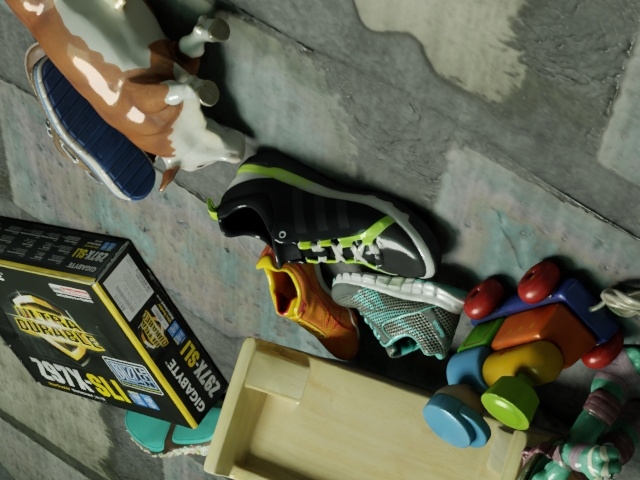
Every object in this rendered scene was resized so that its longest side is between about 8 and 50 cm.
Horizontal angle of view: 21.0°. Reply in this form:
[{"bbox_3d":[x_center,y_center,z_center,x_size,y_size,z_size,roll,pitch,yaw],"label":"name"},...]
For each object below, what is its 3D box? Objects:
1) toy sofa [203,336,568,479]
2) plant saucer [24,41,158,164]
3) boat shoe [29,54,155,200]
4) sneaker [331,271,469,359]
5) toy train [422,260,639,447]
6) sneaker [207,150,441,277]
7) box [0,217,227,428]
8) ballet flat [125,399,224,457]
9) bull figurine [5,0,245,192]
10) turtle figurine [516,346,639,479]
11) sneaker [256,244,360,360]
[{"bbox_3d":[0.081,0.219,1.700,0.362,0.150,0.177,16,178,36],"label":"toy sofa"},{"bbox_3d":[-0.221,-0.142,1.728,0.168,0.029,0.168,30,151,18],"label":"plant saucer"},{"bbox_3d":[-0.236,-0.108,1.693,0.066,0.066,0.183,10,141,44],"label":"boat shoe"},{"bbox_3d":[0.066,0.072,1.633,0.065,0.076,0.166,16,174,-40],"label":"sneaker"},{"bbox_3d":[0.191,0.099,1.469,0.105,0.143,0.248,45,152,-13],"label":"toy train"},{"bbox_3d":[0.000,0.000,1.599,0.234,0.097,0.084,22,149,29],"label":"sneaker"},{"bbox_3d":[-0.295,0.096,2.124,0.322,0.079,0.257,10,143,43],"label":"box"},{"bbox_3d":[-0.161,0.243,2.184,0.077,0.091,0.241,29,165,-33],"label":"ballet flat"},{"bbox_3d":[-0.171,-0.173,1.547,0.310,0.101,0.188,44,148,-16],"label":"bull figurine"},{"bbox_3d":[0.227,0.212,1.496,0.118,0.234,0.175,23,149,23],"label":"turtle figurine"},{"bbox_3d":[-0.017,0.066,1.753,0.064,0.067,0.175,5,139,44],"label":"sneaker"}]
